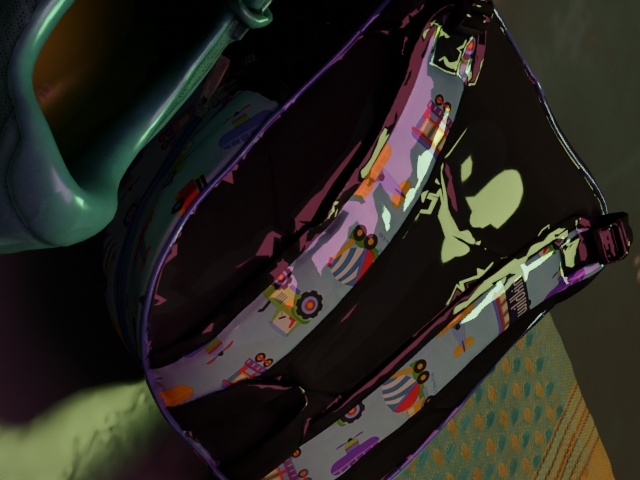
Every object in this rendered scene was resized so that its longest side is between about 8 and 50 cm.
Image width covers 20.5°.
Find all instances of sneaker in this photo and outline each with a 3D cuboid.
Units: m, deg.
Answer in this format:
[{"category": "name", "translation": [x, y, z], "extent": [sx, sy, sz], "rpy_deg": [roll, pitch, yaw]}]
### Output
[{"category": "sneaker", "translation": [-0.041, -0.101, 0.556], "extent": [0.107, 0.110, 0.275], "rpy_deg": [51, 59, -40]}]

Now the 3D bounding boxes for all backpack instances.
[{"category": "backpack", "translation": [0.000, 0.000, 0.616], "extent": [0.173, 0.117, 0.158], "rpy_deg": [-47, 128, -14]}]

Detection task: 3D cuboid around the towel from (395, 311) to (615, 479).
[{"category": "towel", "translation": [0.068, 0.194, 0.770], "extent": [0.271, 0.040, 0.370], "rpy_deg": [-56, 135, -35]}]
